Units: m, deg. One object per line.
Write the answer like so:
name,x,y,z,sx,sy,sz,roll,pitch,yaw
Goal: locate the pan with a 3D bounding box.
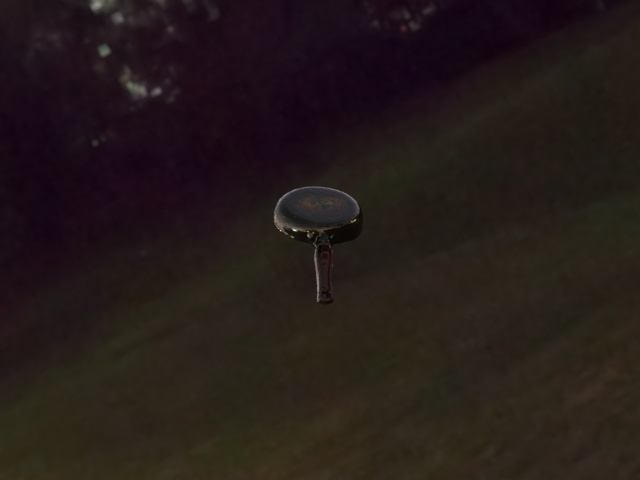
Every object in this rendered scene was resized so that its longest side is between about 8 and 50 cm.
pan,0.000,-0.002,1.770,0.115,0.040,0.212,3,38,-6
